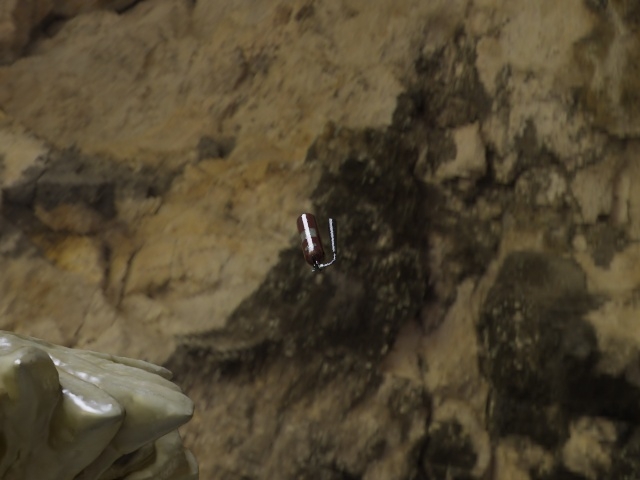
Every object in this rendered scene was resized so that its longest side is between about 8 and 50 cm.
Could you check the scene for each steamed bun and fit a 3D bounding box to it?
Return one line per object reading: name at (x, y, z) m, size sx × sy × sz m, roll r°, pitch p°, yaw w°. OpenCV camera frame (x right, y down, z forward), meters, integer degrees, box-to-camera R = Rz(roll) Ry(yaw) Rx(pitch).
steamed bun at (-0.245, 0.135, 1.047) m, size 0.428 × 0.247 × 0.189 m, roll 13°, pitch -74°, yaw -33°

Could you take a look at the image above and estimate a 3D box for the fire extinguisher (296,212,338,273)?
fire extinguisher at (0.002, 0.004, 1.605) m, size 0.046 × 0.100 × 0.032 m, roll -5°, pitch -49°, yaw -9°
